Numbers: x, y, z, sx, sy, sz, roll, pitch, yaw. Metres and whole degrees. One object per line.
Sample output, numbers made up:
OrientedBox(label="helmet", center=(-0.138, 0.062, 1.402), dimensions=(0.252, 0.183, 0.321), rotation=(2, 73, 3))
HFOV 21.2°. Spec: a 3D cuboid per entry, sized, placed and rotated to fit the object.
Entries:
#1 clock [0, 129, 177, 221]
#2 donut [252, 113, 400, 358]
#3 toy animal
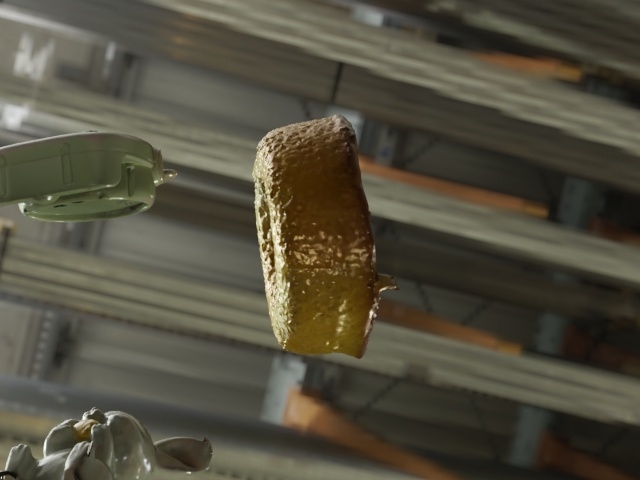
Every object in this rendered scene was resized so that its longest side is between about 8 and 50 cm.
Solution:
OrientedBox(label="clock", center=(-0.225, -0.057, 1.645), dimensions=(0.151, 0.062, 0.191), rotation=(-10, 171, 22))
OrientedBox(label="donut", center=(0.000, 0.000, 1.695), dimensions=(0.118, 0.253, 0.253), rotation=(-9, -177, -6))
OrientedBox(label="toy animal", center=(-0.131, 0.136, 1.024), dimensions=(0.071, 0.085, 0.124), rotation=(-24, -169, 26))
